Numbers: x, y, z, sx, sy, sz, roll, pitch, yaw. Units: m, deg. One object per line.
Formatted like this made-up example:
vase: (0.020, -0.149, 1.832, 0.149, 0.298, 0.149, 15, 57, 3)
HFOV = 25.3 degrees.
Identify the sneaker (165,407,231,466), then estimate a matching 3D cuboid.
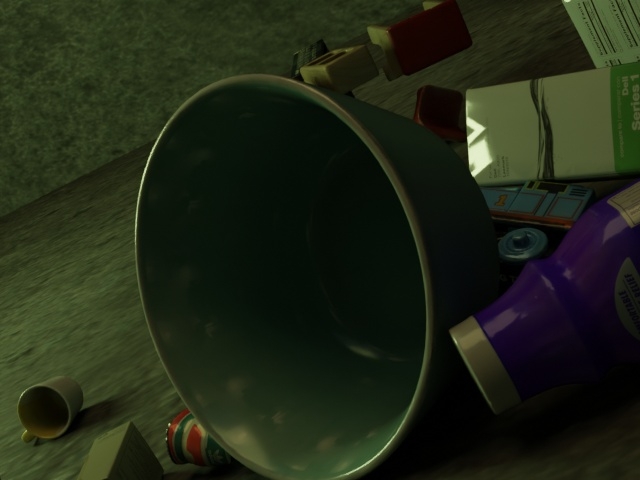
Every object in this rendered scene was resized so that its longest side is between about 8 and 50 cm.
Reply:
sneaker: (-0.059, 0.145, 1.242, 0.075, 0.057, 0.161, 6, 33, 39)

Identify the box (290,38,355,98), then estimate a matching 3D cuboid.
box: (0.024, -0.173, 1.934, 0.051, 0.175, 0.220, -28, 14, 8)

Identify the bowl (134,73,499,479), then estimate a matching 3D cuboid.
bowl: (0.015, 0.019, 1.106, 0.311, 0.312, 0.163, -16, -1, 44)

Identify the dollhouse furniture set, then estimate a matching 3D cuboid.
dollhouse furniture set: (0.044, -0.138, 1.747, 0.374, 0.201, 0.152, -26, 12, -14)

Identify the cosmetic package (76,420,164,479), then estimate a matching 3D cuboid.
cosmetic package: (-0.172, 0.207, 1.214, 0.041, 0.060, 0.115, -28, 12, 11)

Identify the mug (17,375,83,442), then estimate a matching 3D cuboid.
mug: (-0.298, 0.181, 1.573, 0.078, 0.062, 0.064, -18, 8, 17)

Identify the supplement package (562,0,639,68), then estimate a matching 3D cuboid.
supplement package: (0.402, -0.244, 1.463, 0.194, 0.149, 0.203, -35, 15, -23)

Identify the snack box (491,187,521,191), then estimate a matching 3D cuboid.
snack box: (0.058, 0.020, 1.412, 0.187, 0.060, 0.322, -34, 14, -20)

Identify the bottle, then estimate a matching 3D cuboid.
bottle: (0.223, 0.020, 0.950, 0.282, 0.118, 0.092, -29, 14, 1)

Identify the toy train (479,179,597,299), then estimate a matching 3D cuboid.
toy train: (0.143, 0.000, 1.188, 0.184, 0.080, 0.105, 7, 44, 34)

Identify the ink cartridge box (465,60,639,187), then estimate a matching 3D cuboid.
ink cartridge box: (0.252, -0.097, 1.213, 0.160, 0.093, 0.219, -5, 2, -39)
